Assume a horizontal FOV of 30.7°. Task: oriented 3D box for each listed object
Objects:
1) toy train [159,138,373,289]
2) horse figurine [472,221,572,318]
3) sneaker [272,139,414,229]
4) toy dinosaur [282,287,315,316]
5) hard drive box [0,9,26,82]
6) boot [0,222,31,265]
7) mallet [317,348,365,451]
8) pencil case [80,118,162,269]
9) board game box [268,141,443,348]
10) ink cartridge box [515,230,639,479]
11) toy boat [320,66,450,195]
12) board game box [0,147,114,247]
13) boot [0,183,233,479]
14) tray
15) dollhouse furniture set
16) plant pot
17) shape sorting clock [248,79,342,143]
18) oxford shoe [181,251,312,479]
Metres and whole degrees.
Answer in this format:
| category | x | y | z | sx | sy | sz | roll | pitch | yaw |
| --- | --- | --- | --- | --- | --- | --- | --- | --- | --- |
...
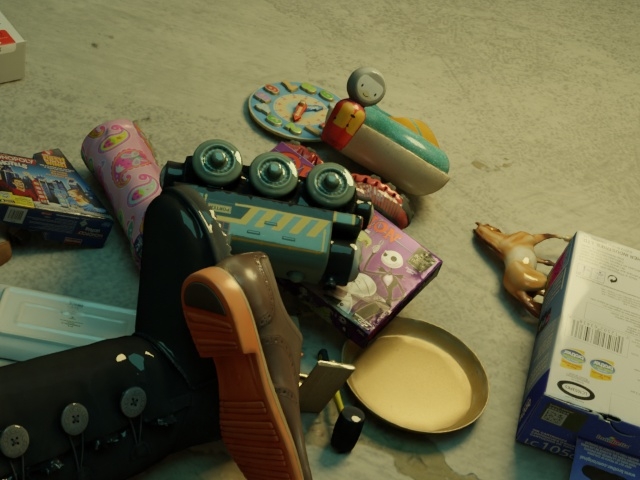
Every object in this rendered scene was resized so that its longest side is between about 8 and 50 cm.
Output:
| category | x | y | z | sx | sy | sz | roll | pitch | yaw |
| --- | --- | --- | --- | --- | --- | --- | --- | --- | --- |
| toy train | -0.086 | -0.030 | 1.769 | 0.333 | 0.142 | 0.190 | 11 | 64 | -8 |
| horse figurine | 0.372 | 0.053 | 2.032 | 0.174 | 0.066 | 0.263 | 10 | 40 | -11 |
| sneaker | 0.024 | -0.067 | 2.027 | 0.276 | 0.098 | 0.135 | 24 | 49 | 0 |
| toy dinosaur | 0.002 | 0.086 | 1.876 | 0.092 | 0.053 | 0.183 | -16 | 50 | -35 |
| hard drive box | -0.675 | -0.379 | 2.147 | 0.181 | 0.089 | 0.232 | -19 | 52 | -35 |
| boot | -0.513 | -0.004 | 1.814 | 0.087 | 0.042 | 0.118 | 27 | 39 | 22 |
| mallet | 0.026 | 0.220 | 1.721 | 0.039 | 0.062 | 0.190 | 6 | 40 | -19 |
| pencil case | -0.299 | -0.074 | 1.907 | 0.124 | 0.124 | 0.284 | -9 | 47 | -28 |
| board game box | 0.000 | 0.000 | 1.871 | 0.347 | 0.056 | 0.208 | 37 | 49 | 16 |
| ink cartridge box | 0.464 | 0.206 | 1.789 | 0.270 | 0.151 | 0.395 | 19 | 50 | 2 |
| toy boat | 0.110 | -0.197 | 2.069 | 0.267 | 0.148 | 0.318 | 33 | 4 | 27 |
| board game box | -0.453 | -0.081 | 1.874 | 0.194 | 0.060 | 0.194 | 10 | 32 | -36 |
| boot | -0.312 | 0.149 | 1.504 | 0.445 | 0.146 | 0.367 | -17 | 92 | -32 |
| tray | -0.366 | 0.128 | 1.717 | 0.270 | 0.030 | 0.145 | 11 | 39 | -7 |
| dollhouse furniture set | -0.050 | 0.148 | 1.695 | 0.144 | 0.123 | 0.151 | 10 | 50 | -23 |
| plant pot | 0.143 | 0.212 | 1.796 | 0.236 | 0.032 | 0.236 | 10 | 40 | -9 |
| shape sorting clock | -0.038 | -0.254 | 2.263 | 0.206 | 0.040 | 0.206 | 10 | 40 | -9 |
| oxford shoe | -0.061 | 0.190 | 1.531 | 0.130 | 0.364 | 0.132 | 1 | 22 | 44 |
